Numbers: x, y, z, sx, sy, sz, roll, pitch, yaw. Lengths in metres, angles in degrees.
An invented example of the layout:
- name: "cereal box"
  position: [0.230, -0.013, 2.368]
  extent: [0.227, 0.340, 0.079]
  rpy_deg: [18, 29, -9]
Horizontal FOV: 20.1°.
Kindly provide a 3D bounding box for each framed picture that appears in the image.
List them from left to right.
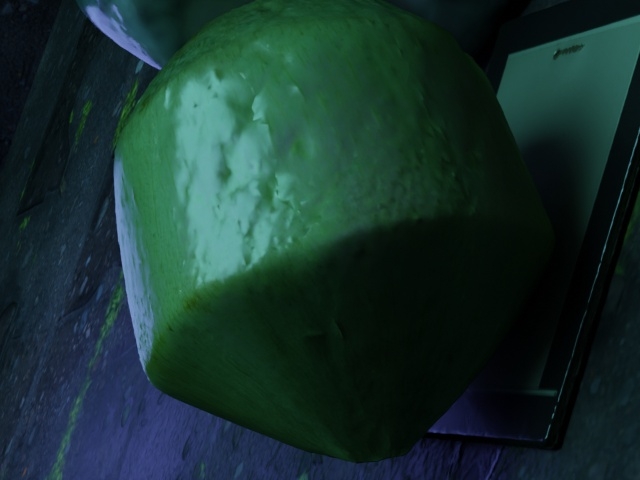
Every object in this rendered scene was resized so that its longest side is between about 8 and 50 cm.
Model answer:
- name: "framed picture"
  position: [0.149, -0.021, 1.293]
  extent: [0.265, 0.016, 0.347]
  rpy_deg: [-11, 60, 67]

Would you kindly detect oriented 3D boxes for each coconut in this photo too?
- name: "coconut"
  position: [0.000, 0.000, 1.236]
  extent: [0.328, 0.281, 0.328]
  rpy_deg: [-9, 73, 32]

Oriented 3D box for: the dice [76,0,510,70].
- name: "dice"
  position: [-0.020, -0.319, 1.512]
  extent: [0.348, 0.330, 0.328]
  rpy_deg: [-111, 37, -50]
